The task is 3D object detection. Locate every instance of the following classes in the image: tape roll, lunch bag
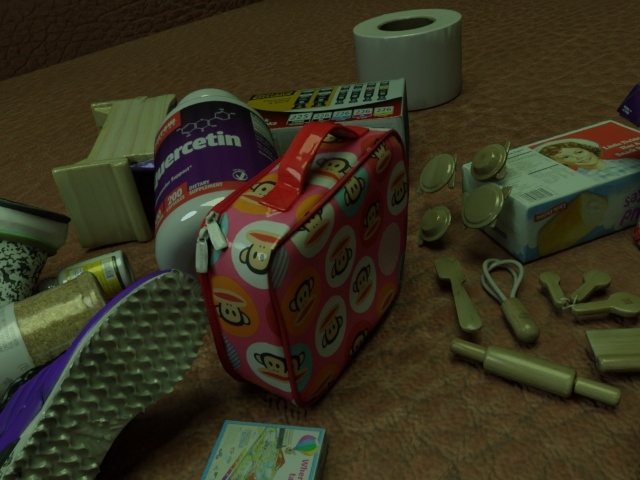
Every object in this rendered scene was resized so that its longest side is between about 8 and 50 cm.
[{"bbox_3d":[0.206,-0.425,1.231,0.246,0.169,0.246,-8,33,5],"label":"tape roll"},{"bbox_3d":[0.000,0.000,0.570,0.120,0.258,0.293,14,39,28],"label":"lunch bag"}]

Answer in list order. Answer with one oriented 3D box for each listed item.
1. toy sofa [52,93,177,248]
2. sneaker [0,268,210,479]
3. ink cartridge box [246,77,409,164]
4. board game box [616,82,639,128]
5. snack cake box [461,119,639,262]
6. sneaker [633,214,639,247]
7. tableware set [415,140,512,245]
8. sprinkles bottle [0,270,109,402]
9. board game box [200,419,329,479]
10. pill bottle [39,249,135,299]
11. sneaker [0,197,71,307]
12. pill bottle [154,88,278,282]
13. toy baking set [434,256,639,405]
[{"bbox_3d":[-0.350,-0.147,0.986,0.177,0.150,0.362,-9,33,-7],"label":"toy sofa"},{"bbox_3d":[-0.235,0.140,0.507,0.146,0.102,0.293,15,64,49],"label":"sneaker"},{"bbox_3d":[0.010,-0.215,1.006,0.310,0.130,0.271,-3,33,12],"label":"ink cartridge box"},{"bbox_3d":[0.511,-0.054,0.574,0.208,0.056,0.346,7,38,-20],"label":"board game box"},{"bbox_3d":[0.354,-0.078,0.744,0.265,0.089,0.152,-17,32,-11],"label":"snack cake box"},{"bbox_3d":[0.469,0.002,0.589,0.088,0.092,0.225,-26,38,-24],"label":"sneaker"},{"bbox_3d":[0.192,-0.068,0.723,0.169,0.020,0.141,-13,55,51],"label":"tableware set"},{"bbox_3d":[-0.400,0.156,0.570,0.356,0.121,0.121,-25,36,-21],"label":"sprinkles bottle"},{"bbox_3d":[-0.059,0.230,0.451,0.104,0.026,0.154,0,35,15],"label":"board game box"},{"bbox_3d":[-0.329,0.060,0.746,0.116,0.065,0.065,-17,34,-11],"label":"pill bottle"},{"bbox_3d":[-0.537,0.056,0.741,0.411,0.158,0.181,-11,66,29],"label":"sneaker"},{"bbox_3d":[-0.143,-0.082,0.749,0.182,0.181,0.322,-14,47,-5],"label":"pill bottle"},{"bbox_3d":[0.235,0.086,0.589,0.256,0.030,0.197,10,36,28],"label":"toy baking set"}]
